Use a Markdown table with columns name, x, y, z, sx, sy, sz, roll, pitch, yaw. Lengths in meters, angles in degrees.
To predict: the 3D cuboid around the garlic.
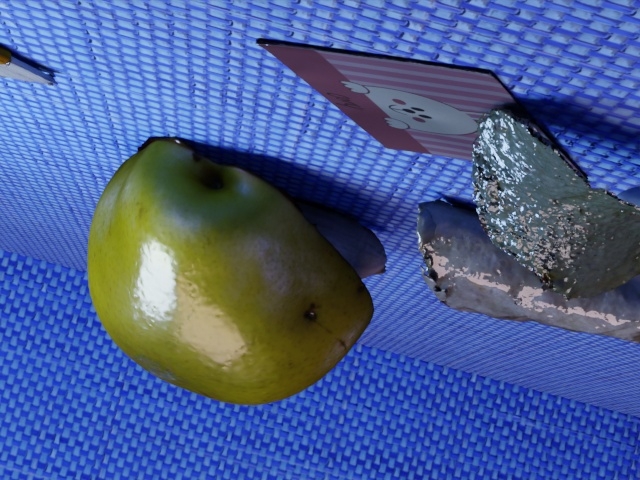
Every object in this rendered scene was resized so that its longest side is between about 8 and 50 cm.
| name | x | y | z | sx | sy | sz | roll | pitch | yaw |
| --- | --- | --- | --- | --- | --- | --- | --- | --- | --- |
| garlic | -0.006 | 0.000 | 2.061 | 0.196 | 0.087 | 0.101 | 15 | -174 | -8 |

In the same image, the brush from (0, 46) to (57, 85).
| name | x | y | z | sx | sy | sz | roll | pitch | yaw |
| --- | --- | --- | --- | --- | --- | --- | --- | --- | --- |
| brush | -0.378 | -0.202 | 1.581 | 0.090 | 0.017 | 0.314 | 8 | 169 | 39 |

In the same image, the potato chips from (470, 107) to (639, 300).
| name | x | y | z | sx | sy | sz | roll | pitch | yaw |
| --- | --- | --- | --- | --- | --- | --- | --- | --- | --- |
| potato chips | 0.202 | -0.022 | 1.388 | 0.228 | 0.059 | 0.167 | 37 | 149 | -24 |

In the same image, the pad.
| name | x | y | z | sx | sy | sz | roll | pitch | yaw |
| --- | --- | --- | --- | --- | --- | --- | --- | --- | --- |
| pad | 0.093 | -0.104 | 1.438 | 0.202 | 0.005 | 0.300 | 11 | 171 | 24 |

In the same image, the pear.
| name | x | y | z | sx | sy | sz | roll | pitch | yaw |
| --- | --- | --- | --- | --- | --- | --- | --- | --- | --- |
| pear | -0.128 | 0.070 | 1.960 | 0.340 | 0.191 | 0.386 | 21 | 158 | 23 |

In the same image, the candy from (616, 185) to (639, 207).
| name | x | y | z | sx | sy | sz | roll | pitch | yaw |
| --- | --- | --- | --- | --- | --- | --- | --- | --- | --- |
| candy | 0.345 | -0.004 | 1.436 | 0.138 | 0.071 | 0.174 | 23 | 169 | -42 |

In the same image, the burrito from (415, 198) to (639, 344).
| name | x | y | z | sx | sy | sz | roll | pitch | yaw |
| --- | --- | --- | --- | --- | --- | --- | --- | --- | --- |
| burrito | 0.249 | 0.045 | 1.864 | 0.348 | 0.107 | 0.175 | 14 | 159 | -8 |
